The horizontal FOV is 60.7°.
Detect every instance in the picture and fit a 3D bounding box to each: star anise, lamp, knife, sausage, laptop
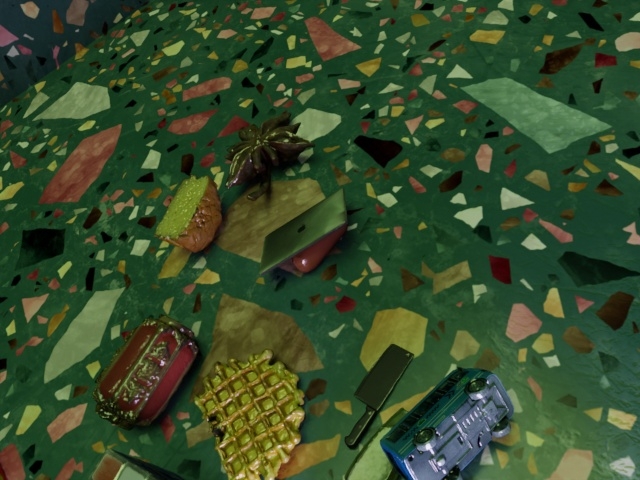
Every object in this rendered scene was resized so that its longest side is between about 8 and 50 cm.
[{"bbox_3d":[-0.169,-0.260,1.635,0.292,0.109,0.349,-38,42,2],"label":"star anise"},{"bbox_3d":[-0.418,0.313,1.312,0.177,0.177,0.274,19,64,29],"label":"lamp"},{"bbox_3d":[0.113,0.334,1.192,0.072,0.019,0.245,22,65,35],"label":"knife"},{"bbox_3d":[0.000,0.000,1.417,0.077,0.077,0.194,30,71,33],"label":"sausage"},{"bbox_3d":[-0.045,-0.025,1.408,0.269,0.015,0.187,-31,28,18],"label":"laptop"}]

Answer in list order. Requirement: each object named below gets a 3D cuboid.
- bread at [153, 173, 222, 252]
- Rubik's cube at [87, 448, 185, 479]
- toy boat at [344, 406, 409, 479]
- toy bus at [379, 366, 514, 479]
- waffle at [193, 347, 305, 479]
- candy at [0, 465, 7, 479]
[{"bbox_3d":[-0.361,-0.066,1.555,0.143,0.139,0.229,6,60,27],"label":"bread"},{"bbox_3d":[-0.323,0.588,1.034,0.259,0.256,0.253,17,65,29],"label":"Rubik's cube"},{"bbox_3d":[0.103,0.461,1.085,0.093,0.055,0.293,25,70,29],"label":"toy boat"},{"bbox_3d":[0.240,0.352,1.034,0.246,0.113,0.134,-37,14,-20],"label":"toy bus"},{"bbox_3d":[-0.165,0.392,1.228,0.283,0.065,0.309,4,56,20],"label":"waffle"},{"bbox_3d":[-0.887,0.583,1.353,0.146,0.088,0.276,-45,53,-10],"label":"candy"}]
